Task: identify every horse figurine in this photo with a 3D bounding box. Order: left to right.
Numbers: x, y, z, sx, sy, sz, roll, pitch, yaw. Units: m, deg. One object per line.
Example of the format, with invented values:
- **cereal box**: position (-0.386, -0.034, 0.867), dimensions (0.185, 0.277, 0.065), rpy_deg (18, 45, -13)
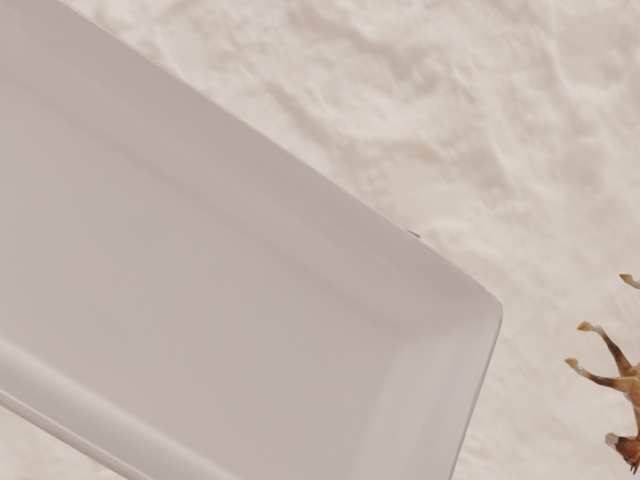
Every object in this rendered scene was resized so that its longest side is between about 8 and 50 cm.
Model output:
- **horse figurine**: position (0.395, 0.122, 1.795), dimensions (0.174, 0.066, 0.263), rpy_deg (43, 75, -13)

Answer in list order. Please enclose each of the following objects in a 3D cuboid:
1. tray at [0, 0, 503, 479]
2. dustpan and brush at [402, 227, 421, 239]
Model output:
- **tray**: position (-0.067, 0.008, 0.506), dimensions (0.270, 0.030, 0.145), rpy_deg (34, 50, -13)
- **dustpan and brush**: position (0.000, 0.000, 1.883), dimensions (0.211, 0.147, 0.060), rpy_deg (4, 78, 49)
